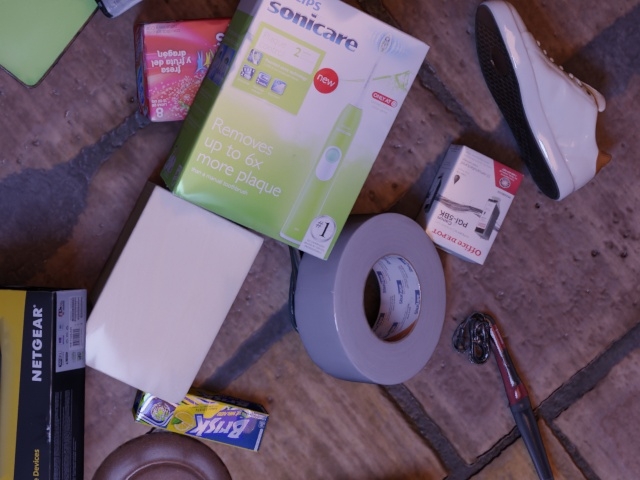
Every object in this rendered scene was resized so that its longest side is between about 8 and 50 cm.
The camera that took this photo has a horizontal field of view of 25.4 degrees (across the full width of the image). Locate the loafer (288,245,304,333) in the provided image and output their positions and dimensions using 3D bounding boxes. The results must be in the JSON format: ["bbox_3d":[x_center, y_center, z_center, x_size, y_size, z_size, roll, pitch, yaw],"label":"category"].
[{"bbox_3d":[0.000,0.000,1.846,0.096,0.084,0.267,-5,97,-12],"label":"loafer"}]

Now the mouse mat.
[{"bbox_3d":[-0.387,-0.301,1.768,0.190,0.007,0.152,39,87,-15],"label":"mouse mat"}]

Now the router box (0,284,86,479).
[{"bbox_3d":[-0.404,0.205,1.704,0.243,0.081,0.309,1,91,22],"label":"router box"}]

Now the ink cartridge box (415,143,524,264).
[{"bbox_3d":[0.196,-0.048,1.900,0.099,0.056,0.135,24,89,-15],"label":"ink cartridge box"}]

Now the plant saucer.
[{"bbox_3d":[-0.206,0.352,1.861,0.198,0.036,0.198,-1,96,-14],"label":"plant saucer"}]

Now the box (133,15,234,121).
[{"bbox_3d":[-0.099,-0.219,1.778,0.257,0.128,0.122,-6,100,-13],"label":"box"}]

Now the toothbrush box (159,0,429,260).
[{"bbox_3d":[-0.034,-0.151,1.676,0.206,0.122,0.283,24,95,-18],"label":"toothbrush box"}]

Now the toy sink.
[{"bbox_3d":[-0.197,0.063,1.784,0.153,0.131,0.234,26,89,-13],"label":"toy sink"}]

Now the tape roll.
[{"bbox_3d":[0.066,0.074,1.820,0.219,0.072,0.219,2,88,-46],"label":"tape roll"}]

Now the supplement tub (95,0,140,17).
[{"bbox_3d":[-0.263,-0.378,1.732,0.117,0.117,0.190,-34,103,-7],"label":"supplement tub"}]

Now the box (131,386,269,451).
[{"bbox_3d":[-0.156,0.224,1.846,0.169,0.059,0.054,15,94,-14],"label":"box"}]

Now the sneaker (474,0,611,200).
[{"bbox_3d":[0.300,-0.205,1.892,0.123,0.106,0.290,-31,112,-12],"label":"sneaker"}]

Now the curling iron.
[{"bbox_3d":[0.258,0.221,1.954,0.068,0.035,0.274,-28,100,-4],"label":"curling iron"}]
